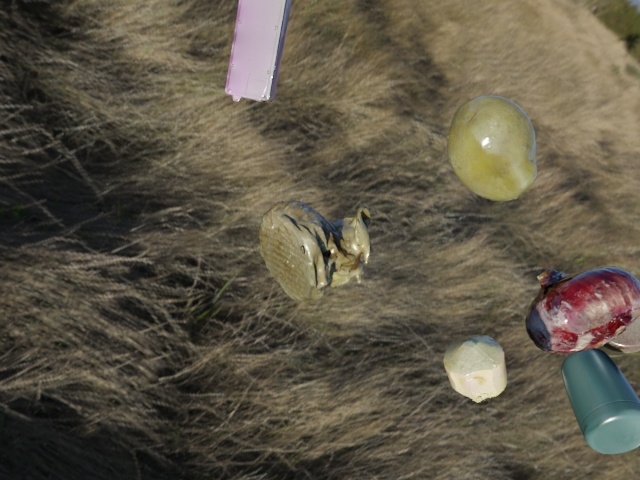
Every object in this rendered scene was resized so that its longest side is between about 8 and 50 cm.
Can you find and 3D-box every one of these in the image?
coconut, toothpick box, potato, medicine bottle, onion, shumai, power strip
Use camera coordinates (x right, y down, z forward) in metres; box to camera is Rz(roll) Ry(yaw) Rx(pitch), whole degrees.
[{"bbox_3d":[0.300,0.240,1.172,0.116,0.116,0.122,-80,153,-53],"label":"coconut"},{"bbox_3d":[0.535,0.299,1.156,0.120,0.120,0.184,28,29,-20],"label":"toothpick box"},{"bbox_3d":[0.368,-0.193,1.294,0.160,0.178,0.235,-42,103,-42],"label":"potato"},{"bbox_3d":[0.678,0.187,1.394,0.151,0.151,0.322,56,8,21],"label":"medicine bottle"},{"bbox_3d":[0.421,0.094,0.962,0.205,0.098,0.151,-30,71,-14],"label":"onion"},{"bbox_3d":[0.000,0.000,1.564,0.262,0.314,0.267,-22,102,-28],"label":"shumai"},{"bbox_3d":[-0.134,-0.437,1.315,0.109,0.279,0.037,14,12,12],"label":"power strip"}]
